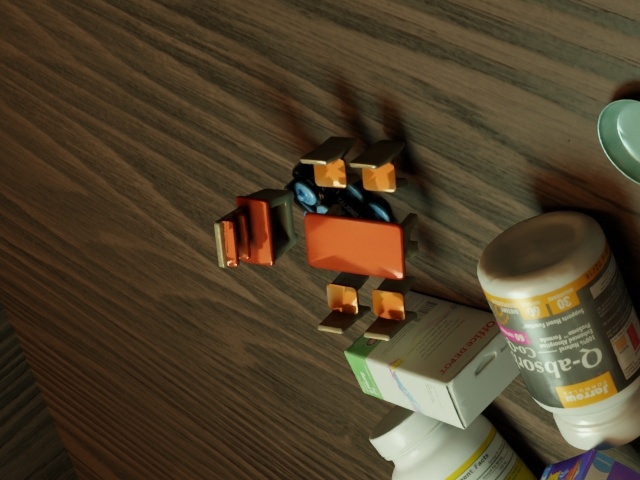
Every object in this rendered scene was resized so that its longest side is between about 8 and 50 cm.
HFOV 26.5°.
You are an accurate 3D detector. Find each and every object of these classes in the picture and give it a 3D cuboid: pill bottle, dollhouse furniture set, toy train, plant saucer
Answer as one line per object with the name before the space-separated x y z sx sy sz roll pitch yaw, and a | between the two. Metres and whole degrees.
pill bottle | 0.314 0.115 1.681 0.162 0.162 0.278 8 132 51
pill bottle | 0.234 0.391 2.117 0.334 0.188 0.188 50 152 -3
dollhouse furniture set | 0.000 0.000 1.873 0.259 0.135 0.262 7 115 29
toy train | 0.027 -0.039 1.992 0.184 0.080 0.105 42 158 12
plant saucer | 0.359 -0.109 1.484 0.119 0.021 0.119 34 149 24

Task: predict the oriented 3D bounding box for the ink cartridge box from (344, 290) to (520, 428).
ink cartridge box | 0.168 0.169 1.967 0.212 0.154 0.093 12 135 48

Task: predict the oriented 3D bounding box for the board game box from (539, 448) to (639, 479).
board game box | 0.459 0.397 1.761 0.347 0.078 0.233 28 165 3
